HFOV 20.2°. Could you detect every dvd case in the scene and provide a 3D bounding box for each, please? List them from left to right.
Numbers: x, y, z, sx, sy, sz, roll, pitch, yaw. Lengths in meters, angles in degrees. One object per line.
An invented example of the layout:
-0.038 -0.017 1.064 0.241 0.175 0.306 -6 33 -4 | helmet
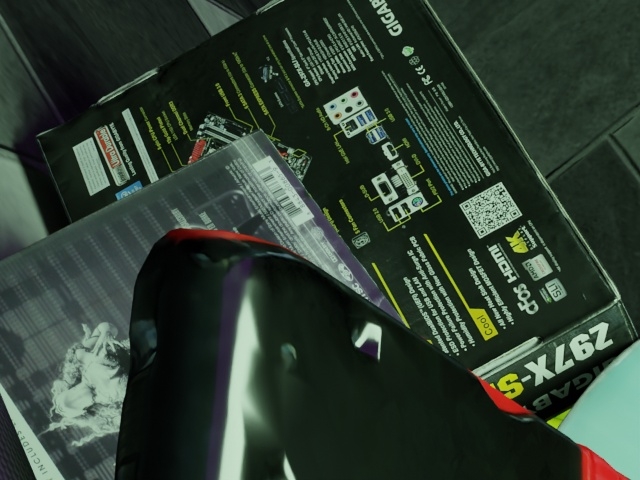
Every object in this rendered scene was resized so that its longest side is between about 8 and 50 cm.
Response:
-0.071 0.054 0.891 0.164 0.221 0.018 54 -30 12 | dvd case

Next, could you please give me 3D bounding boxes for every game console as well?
0.048 0.229 0.414 0.342 0.060 0.386 34 50 -43 | game console

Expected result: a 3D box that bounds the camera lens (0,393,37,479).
-0.181 0.066 0.415 0.219 0.219 0.274 31 24 -54 | camera lens

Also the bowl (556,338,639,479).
0.216 0.217 0.975 0.163 0.311 0.311 23 -1 31 | bowl

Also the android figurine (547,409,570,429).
0.114 0.096 1.476 0.248 0.056 0.273 41 9 28 | android figurine

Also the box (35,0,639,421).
0.000 0.000 1.050 0.322 0.257 0.079 61 4 38 | box
